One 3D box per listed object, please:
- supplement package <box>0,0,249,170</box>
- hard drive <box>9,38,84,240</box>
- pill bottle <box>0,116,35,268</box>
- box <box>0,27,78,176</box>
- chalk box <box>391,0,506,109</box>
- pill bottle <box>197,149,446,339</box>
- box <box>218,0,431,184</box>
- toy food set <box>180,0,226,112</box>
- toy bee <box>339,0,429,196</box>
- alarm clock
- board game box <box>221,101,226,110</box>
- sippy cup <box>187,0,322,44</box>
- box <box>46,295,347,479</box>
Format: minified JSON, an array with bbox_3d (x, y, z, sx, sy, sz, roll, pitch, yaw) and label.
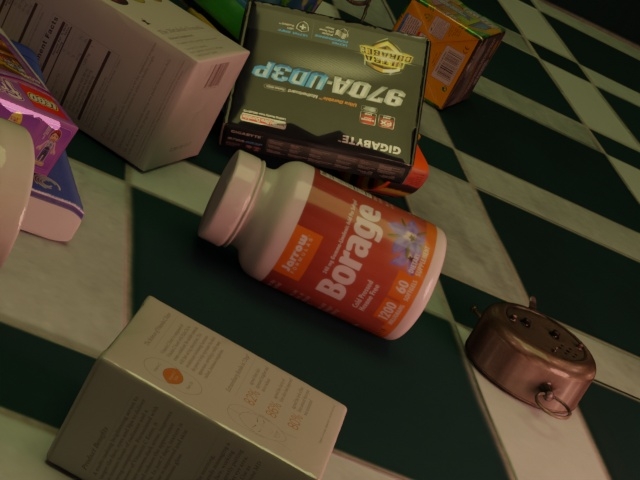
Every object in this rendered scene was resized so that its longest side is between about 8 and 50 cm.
[{"bbox_3d":[-0.225,-0.198,1.727,0.244,0.133,0.139,33,20,11],"label":"supplement package"},{"bbox_3d":[-0.338,-0.127,1.505,0.210,0.040,0.318,21,23,-28],"label":"hard drive"},{"bbox_3d":[-0.356,-0.061,1.168,0.278,0.162,0.162,19,22,-30],"label":"pill bottle"},{"bbox_3d":[-0.362,-0.166,1.366,0.293,0.057,0.201,21,20,-46],"label":"box"},{"bbox_3d":[0.191,-0.299,2.558,0.132,0.132,0.213,33,19,10],"label":"chalk box"},{"bbox_3d":[0.000,0.000,1.566,0.216,0.121,0.121,25,20,-11],"label":"pill bottle"},{"bbox_3d":[0.006,-0.170,1.884,0.220,0.051,0.175,13,63,-5],"label":"box"},{"bbox_3d":[-0.132,-0.212,2.008,0.218,0.071,0.128,47,2,36],"label":"toy food set"},{"bbox_3d":[0.038,-0.160,2.023,0.195,0.162,0.298,29,43,-26],"label":"toy bee"},{"bbox_3d":[0.218,0.123,1.658,0.129,0.064,0.192,23,23,-17],"label":"alarm clock"},{"bbox_3d":[-0.183,-0.174,1.882,0.133,0.033,0.169,39,15,30],"label":"board game box"},{"bbox_3d":[-0.074,-0.368,2.121,0.240,0.224,0.305,41,1,-16],"label":"sippy cup"},{"bbox_3d":[-0.083,0.134,1.161,0.170,0.091,0.130,29,20,0],"label":"box"}]
